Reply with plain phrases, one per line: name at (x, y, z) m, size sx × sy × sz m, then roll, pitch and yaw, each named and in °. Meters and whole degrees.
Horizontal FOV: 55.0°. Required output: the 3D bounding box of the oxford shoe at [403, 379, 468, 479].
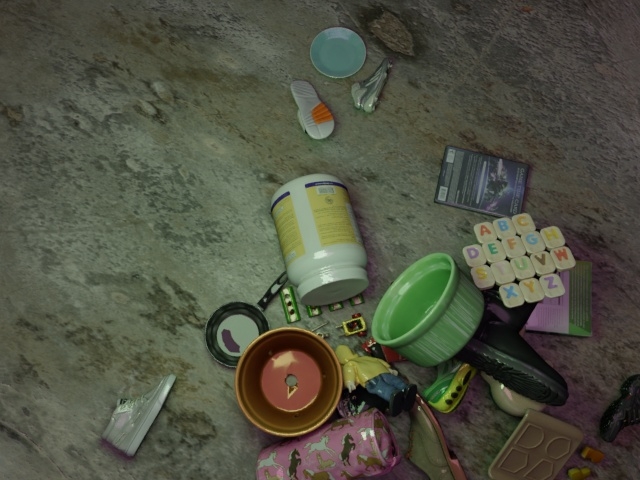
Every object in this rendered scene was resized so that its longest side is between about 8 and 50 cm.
oxford shoe at (0.293, 0.572, 1.751) m, size 0.130 × 0.123 × 0.348 m, roll -27°, pitch 77°, yaw 2°

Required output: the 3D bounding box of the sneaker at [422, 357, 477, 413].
sneaker at (0.396, 0.359, 1.796) m, size 0.124 × 0.109 × 0.295 m, roll 18°, pitch 56°, yaw 39°

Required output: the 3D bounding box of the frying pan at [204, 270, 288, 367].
frying pan at (-0.229, 0.221, 1.857) m, size 0.198 × 0.053 × 0.325 m, roll 17°, pitch 76°, yaw 3°

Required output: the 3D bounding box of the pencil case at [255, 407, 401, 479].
pencil case at (0.019, 0.587, 1.661) m, size 0.386 × 0.160 × 0.167 m, roll -26°, pitch 106°, yaw 17°

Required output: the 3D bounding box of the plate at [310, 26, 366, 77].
plate at (0.058, -0.626, 2.063) m, size 0.188 × 0.024 × 0.188 m, roll 0°, pitch 77°, yaw -1°

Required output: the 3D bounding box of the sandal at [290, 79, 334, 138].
sandal at (-0.031, -0.412, 1.996) m, size 0.102 × 0.076 × 0.265 m, roll -10°, pitch 56°, yaw -17°

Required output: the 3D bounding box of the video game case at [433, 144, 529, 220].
video game case at (0.517, -0.183, 1.969) m, size 0.275 × 0.026 × 0.195 m, roll 14°, pitch 78°, yaw 2°

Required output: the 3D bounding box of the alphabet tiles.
alphabet tiles at (0.554, 0.049, 1.724) m, size 0.284 × 0.021 × 0.277 m, roll -13°, pitch 57°, yaw 1°

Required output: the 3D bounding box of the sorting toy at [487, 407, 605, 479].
sorting toy at (0.644, 0.614, 1.746) m, size 0.307 × 0.041 × 0.229 m, roll 25°, pitch 100°, yaw -18°

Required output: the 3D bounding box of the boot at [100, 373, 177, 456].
boot at (-0.527, 0.481, 1.772) m, size 0.124 × 0.095 × 0.258 m, roll 30°, pitch 80°, yaw -1°

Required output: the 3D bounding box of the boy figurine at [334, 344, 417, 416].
boy figurine at (0.128, 0.385, 1.735) m, size 0.285 × 0.177 × 0.092 m, roll 23°, pitch 115°, yaw 42°

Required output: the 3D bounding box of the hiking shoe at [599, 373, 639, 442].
hiking shoe at (0.908, 0.505, 1.788) m, size 0.114 × 0.086 × 0.226 m, roll 36°, pitch 79°, yaw 10°

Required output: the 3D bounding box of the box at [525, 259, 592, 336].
box at (0.660, 0.166, 1.878) m, size 0.322 × 0.058 × 0.232 m, roll 6°, pitch 77°, yaw 2°

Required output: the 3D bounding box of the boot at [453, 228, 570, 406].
boot at (0.592, 0.187, 1.733) m, size 0.367 × 0.146 × 0.445 m, roll 29°, pitch 64°, yaw 15°

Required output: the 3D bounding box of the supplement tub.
supplement tub at (0.000, 0.000, 1.789) m, size 0.241 × 0.241 × 0.331 m, roll -14°, pitch 68°, yaw -4°

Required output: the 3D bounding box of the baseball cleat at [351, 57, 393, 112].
baseball cleat at (0.163, -0.520, 2.018) m, size 0.110 × 0.072 × 0.205 m, roll 18°, pitch 74°, yaw 10°

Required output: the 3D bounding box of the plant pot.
plant pot at (-0.087, 0.397, 1.742) m, size 0.291 × 0.203 × 0.290 m, roll 0°, pitch 77°, yaw -1°

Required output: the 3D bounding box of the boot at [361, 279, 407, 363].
boot at (0.197, 0.248, 1.841) m, size 0.176 × 0.088 × 0.244 m, roll -11°, pitch 81°, yaw -2°

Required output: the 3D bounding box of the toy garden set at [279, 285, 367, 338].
toy garden set at (0.016, 0.212, 1.862) m, size 0.245 × 0.049 × 0.203 m, roll -15°, pitch 78°, yaw -4°

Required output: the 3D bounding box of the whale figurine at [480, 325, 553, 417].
whale figurine at (0.563, 0.375, 1.790) m, size 0.217 × 0.141 × 0.271 m, roll -7°, pitch 72°, yaw -6°

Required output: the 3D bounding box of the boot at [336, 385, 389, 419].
boot at (0.153, 0.520, 1.778) m, size 0.179 × 0.085 × 0.236 m, roll -23°, pitch 79°, yaw -8°

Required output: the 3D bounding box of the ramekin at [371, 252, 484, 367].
ramekin at (0.294, 0.194, 1.662) m, size 0.148 × 0.303 × 0.303 m, roll 40°, pitch 79°, yaw -15°
